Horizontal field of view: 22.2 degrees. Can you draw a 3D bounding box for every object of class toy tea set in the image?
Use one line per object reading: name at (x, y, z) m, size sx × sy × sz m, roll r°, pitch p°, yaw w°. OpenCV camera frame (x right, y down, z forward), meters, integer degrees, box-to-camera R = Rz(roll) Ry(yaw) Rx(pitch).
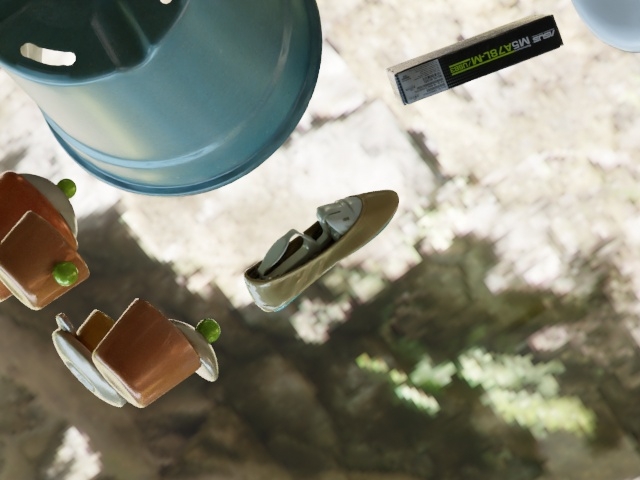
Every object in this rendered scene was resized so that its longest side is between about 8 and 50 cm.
toy tea set at (-0.200, 0.020, 1.366) m, size 0.336 × 0.124 × 0.200 m, roll 39°, pitch 161°, yaw 21°

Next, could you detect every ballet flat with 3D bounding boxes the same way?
ballet flat at (0.000, 0.000, 2.086) m, size 0.073 × 0.232 × 0.080 m, roll 51°, pitch 177°, yaw -36°

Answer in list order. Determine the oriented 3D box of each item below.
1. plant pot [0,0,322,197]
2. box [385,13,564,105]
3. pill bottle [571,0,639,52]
plant pot at (-0.199, -0.241, 1.691) m, size 0.341 × 0.341 × 0.334 m, roll 61°, pitch -174°, yaw 14°
box at (0.172, -0.209, 1.865) m, size 0.184 × 0.191 × 0.045 m, roll -95°, pitch -16°, yaw -85°
pill bottle at (0.285, -0.187, 1.043) m, size 0.246 × 0.130 × 0.130 m, roll -6°, pitch -119°, yaw -34°
